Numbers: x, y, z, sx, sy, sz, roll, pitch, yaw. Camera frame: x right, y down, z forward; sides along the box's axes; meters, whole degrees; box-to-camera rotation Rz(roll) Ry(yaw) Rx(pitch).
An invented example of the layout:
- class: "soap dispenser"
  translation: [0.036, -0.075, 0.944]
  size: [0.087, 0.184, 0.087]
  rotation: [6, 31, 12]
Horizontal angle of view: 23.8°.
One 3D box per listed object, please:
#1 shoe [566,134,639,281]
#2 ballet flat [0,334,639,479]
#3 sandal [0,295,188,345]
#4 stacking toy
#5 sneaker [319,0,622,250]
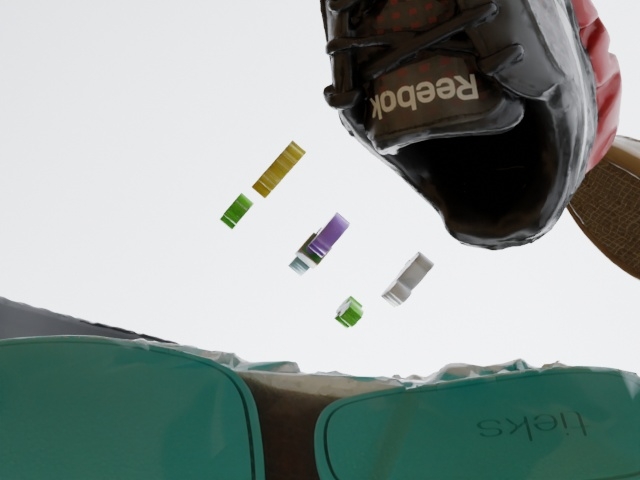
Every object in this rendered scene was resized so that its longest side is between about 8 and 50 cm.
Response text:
- class: "shoe"
  translation: [0.229, -0.003, 0.884]
  size: [0.219, 0.058, 0.077]
  rotation: [36, -43, 33]
- class: "ballet flat"
  translation: [-0.017, 0.136, 0.754]
  size: [0.147, 0.408, 0.147]
  rotation: [-177, -90, -87]
- class: "sandal"
  translation: [-0.211, 0.114, 1.177]
  size: [0.167, 0.445, 0.107]
  rotation: [1, -104, 41]
- class: "stacking toy"
  translation: [0.000, 0.000, 1.393]
  size: [0.052, 0.167, 0.221]
  rotation: [-50, -176, -18]
- class: "sneaker"
  translation: [0.044, -0.111, 0.597]
  size: [0.097, 0.276, 0.135]
  rotation: [-11, -148, 26]
